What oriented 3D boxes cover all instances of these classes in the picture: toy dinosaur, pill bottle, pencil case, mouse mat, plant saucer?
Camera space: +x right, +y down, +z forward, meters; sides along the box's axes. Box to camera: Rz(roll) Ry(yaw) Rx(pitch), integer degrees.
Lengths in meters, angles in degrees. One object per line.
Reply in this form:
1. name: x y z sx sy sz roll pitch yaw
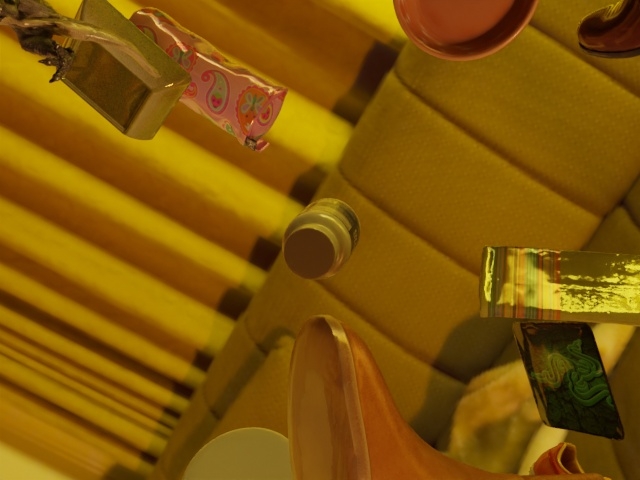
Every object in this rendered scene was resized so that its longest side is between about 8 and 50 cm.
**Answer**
1. toy dinosaur: -0.275 -0.205 0.896 0.064 0.268 0.118 -64 17 17
2. pill bottle: -0.076 0.486 1.494 0.392 0.224 0.224 74 -153 -42
3. pill bottle: 0.000 0.000 0.920 0.067 0.067 0.120 -59 -2 15
4. pencil case: -0.190 -0.255 1.499 0.124 0.284 0.124 -56 -7 -10
5. mouse mat: 0.314 0.177 1.216 0.007 0.153 0.189 -18 1 -20
6. plant saucer: -0.298 -0.237 1.358 0.045 0.188 0.188 -54 8 -37
7. plant saucer: 0.194 -0.333 1.243 0.200 0.200 0.037 -60 -21 11

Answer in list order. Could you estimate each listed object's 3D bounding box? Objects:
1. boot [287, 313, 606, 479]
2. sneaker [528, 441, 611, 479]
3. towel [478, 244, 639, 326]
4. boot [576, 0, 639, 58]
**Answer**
1. boot: 0.101 0.177 0.632 0.104 0.211 0.295 -12 89 65
2. sneaker: 0.277 0.278 0.949 0.067 0.064 0.175 -48 51 17
3. towel: 0.296 0.054 1.049 0.021 0.237 0.102 83 -165 -46
4. boot: 0.362 -0.354 1.109 0.264 0.280 0.096 -3 49 53
